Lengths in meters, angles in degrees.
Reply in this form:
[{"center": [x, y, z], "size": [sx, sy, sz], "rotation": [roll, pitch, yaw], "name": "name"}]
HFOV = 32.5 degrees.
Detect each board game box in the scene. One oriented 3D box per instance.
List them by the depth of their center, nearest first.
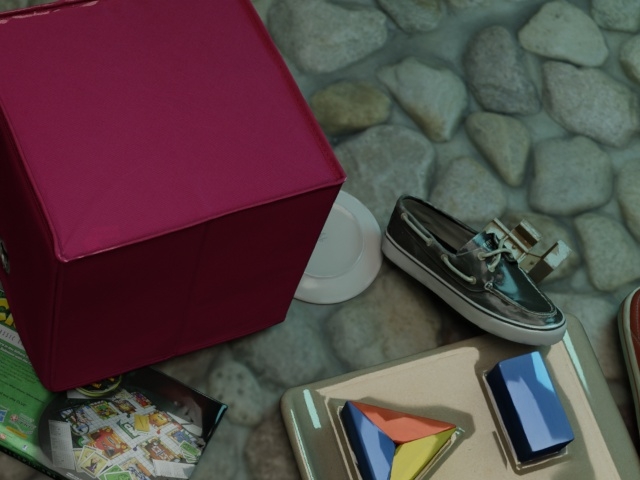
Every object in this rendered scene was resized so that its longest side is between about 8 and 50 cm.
[{"center": [-0.233, 0.157, 1.038], "size": [0.259, 0.030, 0.136], "rotation": [27, 64, 3], "name": "board game box"}]

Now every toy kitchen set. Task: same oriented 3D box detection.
[{"center": [0.225, -0.004, 1.179], "size": [0.083, 0.075, 0.068], "rotation": [45, 64, 7], "name": "toy kitchen set"}]

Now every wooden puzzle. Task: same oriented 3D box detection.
[{"center": [0.167, 0.243, 1.045], "size": [0.347, 0.080, 0.322], "rotation": [-12, 67, -17], "name": "wooden puzzle"}]

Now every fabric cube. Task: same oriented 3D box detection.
[{"center": [-0.166, -0.051, 1.006], "size": [0.259, 0.258, 0.254], "rotation": [-16, 66, -23], "name": "fabric cube"}]

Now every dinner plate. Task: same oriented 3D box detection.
[{"center": [0.000, 0.000, 1.168], "size": [0.141, 0.017, 0.141], "rotation": [4, 62, -9], "name": "dinner plate"}]

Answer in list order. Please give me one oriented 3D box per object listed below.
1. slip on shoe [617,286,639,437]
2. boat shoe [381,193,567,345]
[{"center": [0.390, 0.187, 1.095], "size": [0.123, 0.101, 0.331], "rotation": [5, 62, -28], "name": "slip on shoe"}, {"center": [0.157, 0.028, 1.118], "size": [0.219, 0.070, 0.077], "rotation": [32, 38, 22], "name": "boat shoe"}]
